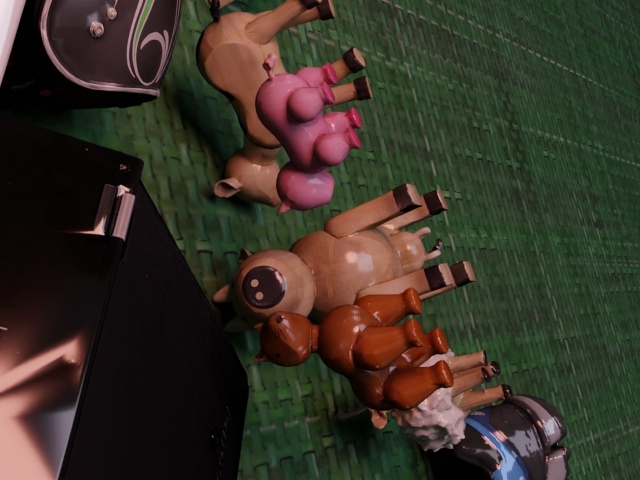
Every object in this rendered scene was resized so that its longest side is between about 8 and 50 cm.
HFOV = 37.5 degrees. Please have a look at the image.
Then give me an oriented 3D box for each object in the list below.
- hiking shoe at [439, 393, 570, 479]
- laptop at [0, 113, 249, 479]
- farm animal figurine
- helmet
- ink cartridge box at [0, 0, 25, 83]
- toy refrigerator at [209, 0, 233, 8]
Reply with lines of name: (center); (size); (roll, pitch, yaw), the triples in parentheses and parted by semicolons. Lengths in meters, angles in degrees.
hiking shoe: (0.176, 0.307, 0.917); (0.132, 0.113, 0.304); (-6, 83, -25)
laptop: (-0.211, 0.149, 0.494); (0.407, 0.236, 0.382); (18, 54, -17)
farm animal figurine: (0.000, 0.000, 0.758); (0.326, 0.172, 0.331); (33, 39, -59)
helmet: (-0.168, -0.168, 0.593); (0.169, 0.169, 0.162); (-6, 94, -56)
ink cartridge box: (-0.290, -0.070, 0.334); (0.324, 0.071, 0.330); (19, 79, -29)
toy refrigerator: (-0.028, -0.321, 0.927); (0.094, 0.102, 0.269); (58, 35, -18)
